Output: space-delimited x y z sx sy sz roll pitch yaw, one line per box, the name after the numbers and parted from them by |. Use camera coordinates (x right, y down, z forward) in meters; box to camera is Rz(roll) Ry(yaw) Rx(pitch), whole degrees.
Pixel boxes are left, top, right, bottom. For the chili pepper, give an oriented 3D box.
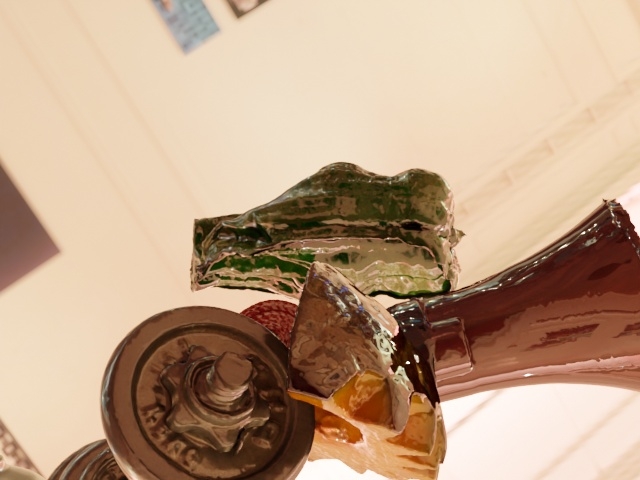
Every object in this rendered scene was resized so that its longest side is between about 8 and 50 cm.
-0.001 -0.011 1.589 0.385 0.213 0.167 -4 -123 8 | chili pepper

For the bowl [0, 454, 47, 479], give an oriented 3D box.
-0.503 0.393 1.719 0.289 0.146 0.289 -14 -175 1 | bowl

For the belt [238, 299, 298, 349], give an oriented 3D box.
-0.083 0.174 1.537 0.201 0.128 0.124 -47 165 -9 | belt

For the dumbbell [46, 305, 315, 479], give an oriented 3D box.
-0.136 0.201 1.048 0.179 0.179 0.406 -45 173 -38 | dumbbell

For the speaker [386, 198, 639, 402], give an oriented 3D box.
0.153 0.075 1.186 0.329 0.198 0.259 -12 -159 8 | speaker

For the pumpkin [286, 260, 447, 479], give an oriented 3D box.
0.047 0.105 0.989 0.130 0.254 0.149 8 -112 8 | pumpkin
